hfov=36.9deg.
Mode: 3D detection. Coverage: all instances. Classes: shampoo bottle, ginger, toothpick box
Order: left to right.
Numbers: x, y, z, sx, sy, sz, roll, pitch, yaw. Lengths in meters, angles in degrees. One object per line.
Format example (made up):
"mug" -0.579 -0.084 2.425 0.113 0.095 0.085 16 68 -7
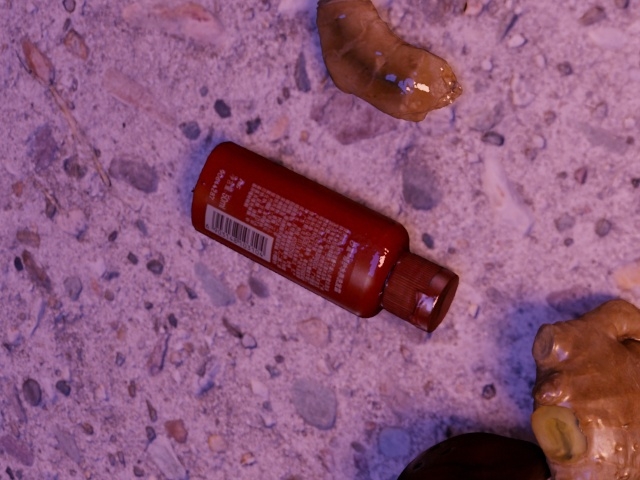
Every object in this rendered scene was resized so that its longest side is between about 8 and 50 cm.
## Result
"shampoo bottle" 0.000 0.000 1.056 0.314 0.076 0.118 26 109 22
"ginger" 0.060 -0.189 0.996 0.190 0.069 0.095 38 92 19
"toothpick box" 0.188 0.337 0.953 0.192 0.192 0.294 -31 88 29
"ginger" 0.266 0.170 0.905 0.102 0.157 0.216 -15 87 55
